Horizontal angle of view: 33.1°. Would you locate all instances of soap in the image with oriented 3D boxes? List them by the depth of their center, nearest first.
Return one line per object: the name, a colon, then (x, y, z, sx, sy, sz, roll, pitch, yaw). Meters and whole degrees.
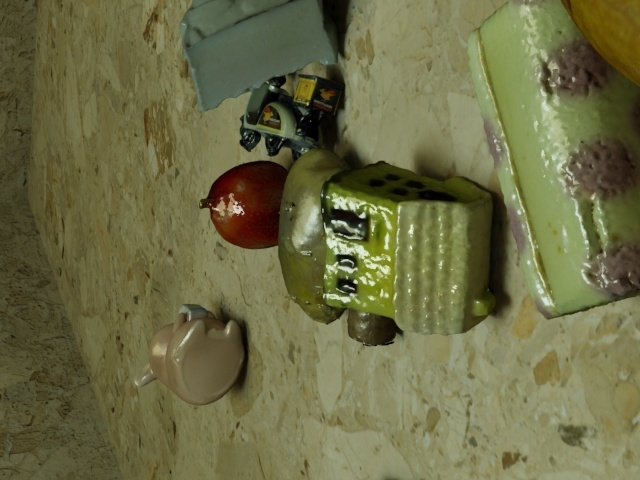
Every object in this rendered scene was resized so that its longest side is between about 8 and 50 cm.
soap: (-0.137, -0.391, 1.727, 0.159, 0.258, 0.302, 65, 179, -57)

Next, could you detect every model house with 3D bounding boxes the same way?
model house: (0.138, 0.008, 1.463, 0.234, 0.175, 0.193, 12, 111, 31)

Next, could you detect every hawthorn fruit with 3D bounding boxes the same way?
hawthorn fruit: (-0.126, -0.061, 1.927, 0.169, 0.188, 0.169, 170, 90, -72)

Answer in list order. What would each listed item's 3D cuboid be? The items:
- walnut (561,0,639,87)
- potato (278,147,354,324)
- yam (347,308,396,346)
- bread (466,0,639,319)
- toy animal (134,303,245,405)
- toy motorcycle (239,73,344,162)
walnut: (0.339, -0.203, 0.907, 0.336, 0.209, 0.209, 51, 142, 34)
potato: (0.000, 0.000, 1.745, 0.191, 0.141, 0.296, -138, 42, -58)
yam: (0.083, 0.095, 1.676, 0.084, 0.084, 0.127, 36, 127, 56)
bread: (0.274, -0.100, 1.121, 0.187, 0.155, 0.338, 147, 108, -71)
toy animal: (-0.286, 0.249, 2.367, 0.256, 0.195, 0.212, -159, 70, -64)
toy motorcycle: (-0.065, -0.215, 1.834, 0.263, 0.091, 0.157, 23, 96, 59)
